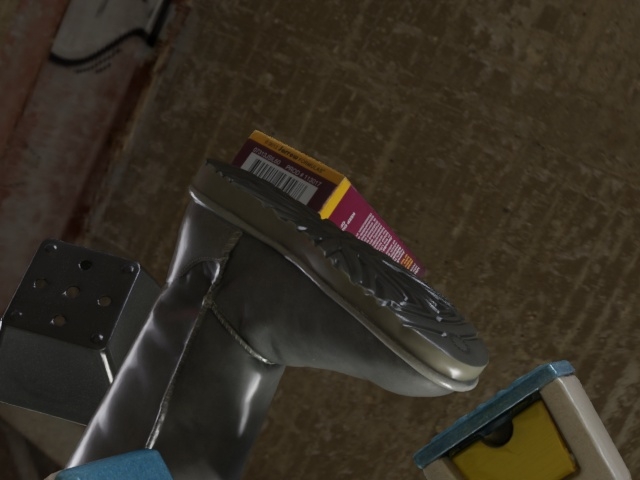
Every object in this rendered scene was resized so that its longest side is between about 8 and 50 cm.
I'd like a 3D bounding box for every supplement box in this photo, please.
[{"bbox_3d":[0.000,0.000,0.753,0.104,0.188,0.081,31,-97,35],"label":"supplement box"}]

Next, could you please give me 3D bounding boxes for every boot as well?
[{"bbox_3d":[-0.039,0.088,0.419,0.189,0.076,0.208,35,-78,41],"label":"boot"}]

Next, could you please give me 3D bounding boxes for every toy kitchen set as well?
[{"bbox_3d":[0.016,0.104,0.366,0.166,0.207,0.122,-39,-107,19],"label":"toy kitchen set"}]

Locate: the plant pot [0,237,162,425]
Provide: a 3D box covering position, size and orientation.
[{"bbox_3d":[-0.296,0.104,1.111,0.187,0.167,0.188,16,-125,2],"label":"plant pot"}]
